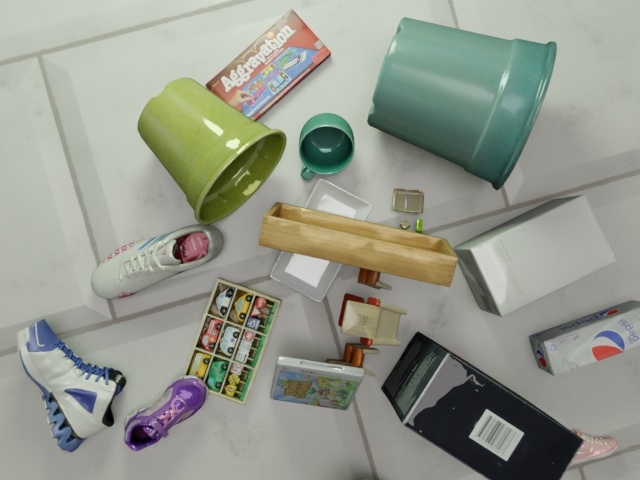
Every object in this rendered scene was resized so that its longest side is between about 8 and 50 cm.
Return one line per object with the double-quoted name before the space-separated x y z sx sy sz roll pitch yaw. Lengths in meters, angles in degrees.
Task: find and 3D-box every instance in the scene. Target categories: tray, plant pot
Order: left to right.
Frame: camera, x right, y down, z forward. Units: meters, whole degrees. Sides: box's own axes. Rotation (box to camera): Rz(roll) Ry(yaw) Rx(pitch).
"plant pot" -0.262 -0.219 1.479 0.254 0.276 0.276 43 88 10
"tray" 0.000 0.000 1.580 0.145 0.030 0.270 28 93 -4
"tray" 0.082 0.005 1.454 0.411 0.203 0.076 13 102 1
"plant pot" 0.301 -0.330 1.475 0.334 0.341 0.341 20 89 5

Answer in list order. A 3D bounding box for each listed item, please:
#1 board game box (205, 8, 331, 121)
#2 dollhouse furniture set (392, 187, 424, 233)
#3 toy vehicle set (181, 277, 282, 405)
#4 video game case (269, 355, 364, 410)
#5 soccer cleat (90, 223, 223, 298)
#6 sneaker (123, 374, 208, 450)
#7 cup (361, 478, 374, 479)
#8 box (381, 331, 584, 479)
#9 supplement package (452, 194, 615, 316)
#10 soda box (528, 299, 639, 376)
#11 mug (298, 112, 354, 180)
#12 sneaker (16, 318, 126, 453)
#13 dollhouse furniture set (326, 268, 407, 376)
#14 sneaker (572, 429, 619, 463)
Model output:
"board game box" -0.126 -0.413 1.584 0.281 0.027 0.145 -42 91 -2
"dollhouse furniture set" 0.211 -0.049 1.604 0.076 0.058 0.151 5 70 4
"toy vehicle set" -0.214 0.241 1.573 0.166 0.035 0.266 19 89 -3
"video game case" -0.013 0.333 1.511 0.193 0.212 0.023 9 55 -3
"soccer cleat" -0.385 0.042 1.511 0.331 0.143 0.116 -23 91 -3
"sneaker" -0.362 0.408 1.515 0.236 0.104 0.095 -37 99 6
"cup" 0.083 0.748 1.478 0.237 0.331 0.331 -39 92 23
"box" 0.341 0.384 1.467 0.343 0.312 0.179 33 88 -3
"supplement package" 0.494 0.034 1.543 0.293 0.177 0.175 -26 91 -2
"soda box" 0.667 0.235 1.593 0.286 0.098 0.091 -18 91 -4
"mug" 0.003 -0.230 1.548 0.158 0.097 0.129 -21 123 16
"sneaker" -0.558 0.315 1.521 0.182 0.127 0.315 -21 98 -7
"dollhouse furniture set" 0.084 0.169 1.480 0.135 0.259 0.262 12 86 -13
"sneaker" 0.665 0.498 1.614 0.134 0.051 0.070 -17 96 1
